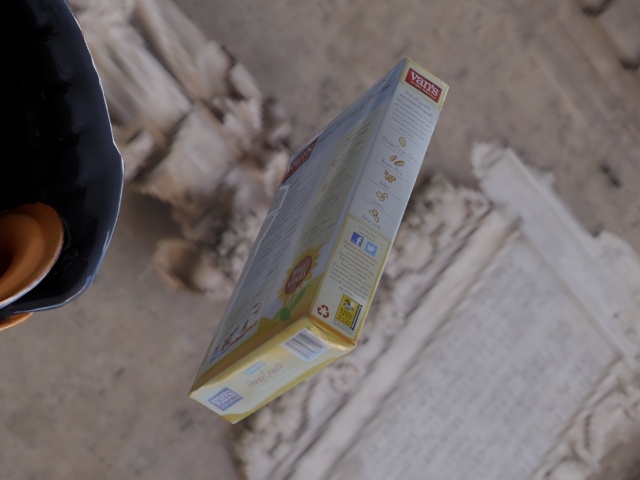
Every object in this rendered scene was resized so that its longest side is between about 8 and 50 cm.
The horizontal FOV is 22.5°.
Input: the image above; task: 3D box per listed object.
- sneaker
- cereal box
[{"bbox_3d":[-0.166,0.037,0.525,0.180,0.125,0.321,13,-88,54],"label":"sneaker"},{"bbox_3d":[0.000,0.000,1.150,0.173,0.047,0.240,-37,-156,52],"label":"cereal box"}]
